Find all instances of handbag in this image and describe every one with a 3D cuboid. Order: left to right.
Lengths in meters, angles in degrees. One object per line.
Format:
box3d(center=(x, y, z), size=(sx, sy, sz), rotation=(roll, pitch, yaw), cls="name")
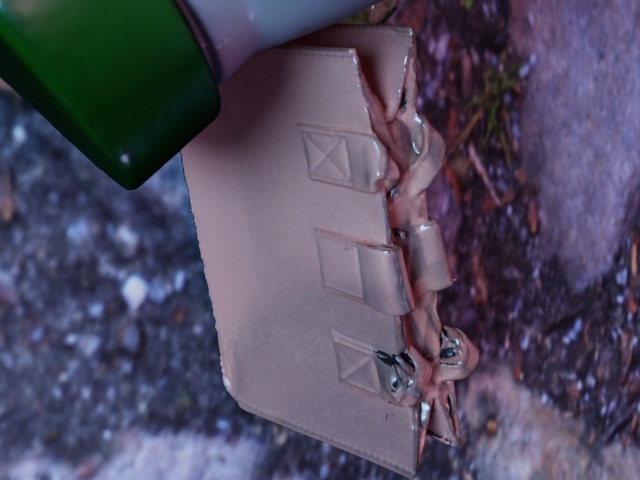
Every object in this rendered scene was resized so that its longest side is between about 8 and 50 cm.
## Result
box3d(center=(0.000, 0.000, 0.532), size=(0.059, 0.157, 0.212), rotation=(-24, 114, -37), cls="handbag")

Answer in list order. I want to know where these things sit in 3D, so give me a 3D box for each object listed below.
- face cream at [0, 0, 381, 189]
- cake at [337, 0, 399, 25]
box3d(center=(-0.017, -0.211, 0.420), size=(0.357, 0.312, 0.219), rotation=(-45, 124, -9), cls="face cream")
box3d(center=(0.009, -0.184, 0.627), size=(0.100, 0.099, 0.235), rotation=(39, 88, -35), cls="cake")
